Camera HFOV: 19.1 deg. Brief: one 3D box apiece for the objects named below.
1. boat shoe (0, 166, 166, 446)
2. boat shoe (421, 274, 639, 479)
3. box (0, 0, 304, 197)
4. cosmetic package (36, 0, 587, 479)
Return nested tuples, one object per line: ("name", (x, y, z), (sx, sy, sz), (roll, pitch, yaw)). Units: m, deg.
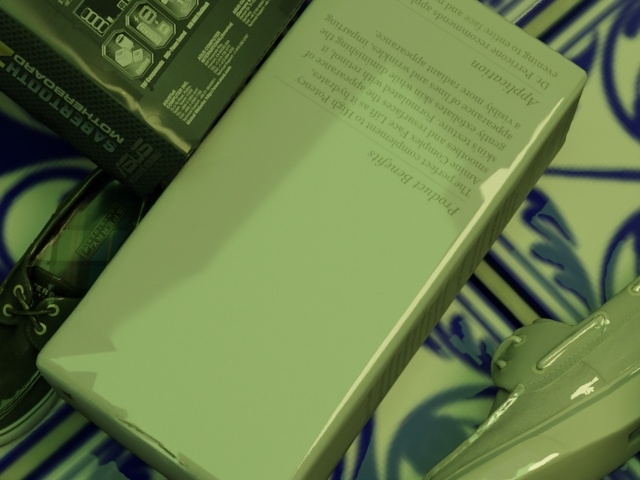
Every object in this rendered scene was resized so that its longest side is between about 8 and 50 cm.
("boat shoe", (-0.114, 0.022, 0.800), (0.049, 0.040, 0.142), (30, 74, 9))
("boat shoe", (0.105, 0.058, 0.779), (0.184, 0.066, 0.063), (-35, 65, -10))
("box", (-0.077, -0.162, 0.796), (0.183, 0.059, 0.233), (38, 60, -10))
("cosmetic package", (0.000, 0.000, 0.787), (0.117, 0.085, 0.231), (35, 77, 11))
